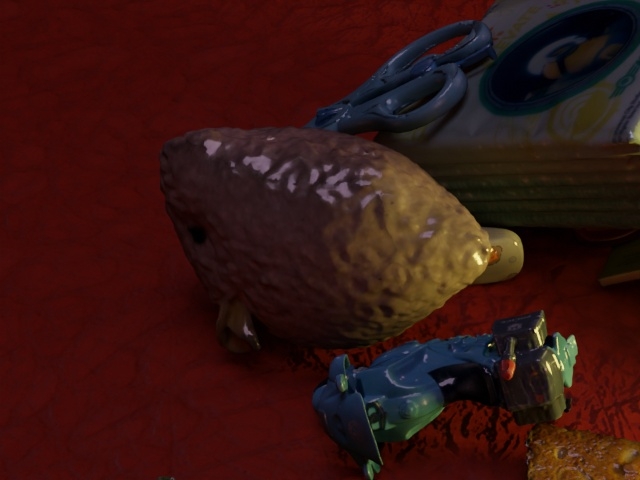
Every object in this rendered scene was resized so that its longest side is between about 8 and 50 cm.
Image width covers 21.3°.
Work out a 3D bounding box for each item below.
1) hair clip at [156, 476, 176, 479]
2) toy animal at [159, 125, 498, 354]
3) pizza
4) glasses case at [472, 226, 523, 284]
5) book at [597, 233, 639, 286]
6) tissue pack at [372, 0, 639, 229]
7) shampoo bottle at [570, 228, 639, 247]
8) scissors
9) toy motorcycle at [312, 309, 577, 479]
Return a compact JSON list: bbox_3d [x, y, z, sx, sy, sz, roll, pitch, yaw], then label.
[{"bbox_3d":[-0.133,0.284,1.564,0.049,0.049,0.173,-13,36,-10],"label":"hair clip"},{"bbox_3d":[0.006,0.002,1.750,0.358,0.226,0.188,14,30,21],"label":"toy animal"},{"bbox_3d":[0.241,0.225,1.605,0.131,0.041,0.178,33,52,32],"label":"pizza"},{"bbox_3d":[0.138,0.017,1.842,0.164,0.063,0.041,-1,41,3],"label":"glasses case"},{"bbox_3d":[0.443,-0.068,1.873,0.217,0.021,0.310,-15,29,38],"label":"book"},{"bbox_3d":[0.285,-0.146,1.824,0.388,0.162,0.287,2,42,51],"label":"tissue pack"},{"bbox_3d":[0.325,-0.094,1.942,0.102,0.064,0.260,-23,30,18],"label":"shampoo bottle"},{"bbox_3d":[0.024,-0.141,1.910,0.393,0.032,0.180,-23,27,29],"label":"scissors"},{"bbox_3d":[0.111,0.142,1.640,0.272,0.123,0.182,-13,16,15],"label":"toy motorcycle"}]
